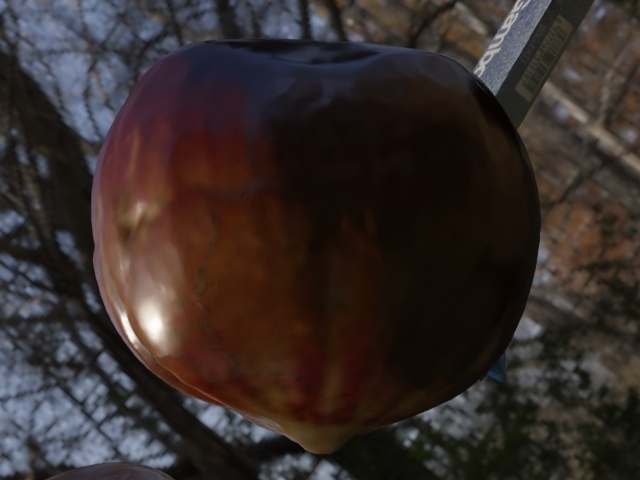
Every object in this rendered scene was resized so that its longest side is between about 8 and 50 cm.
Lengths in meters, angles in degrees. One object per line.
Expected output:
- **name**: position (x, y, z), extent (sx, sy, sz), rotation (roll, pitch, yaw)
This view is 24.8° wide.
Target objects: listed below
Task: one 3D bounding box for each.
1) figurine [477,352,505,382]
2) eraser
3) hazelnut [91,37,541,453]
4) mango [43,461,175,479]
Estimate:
- **figurine**: position (0.077, 0.071, 0.976), extent (0.114, 0.114, 0.079), rotation (-18, -51, -64)
- **eraser**: position (0.218, -0.202, 1.542), extent (0.212, 0.046, 0.092), rotation (-58, 20, -13)
- **hazelnut**: position (0.000, 0.000, 0.752), extent (0.229, 0.229, 0.229), rotation (-48, -17, -20)
- **mango**: position (-0.208, 0.265, 1.211), extent (0.236, 0.136, 0.166), rotation (-16, 17, 9)
